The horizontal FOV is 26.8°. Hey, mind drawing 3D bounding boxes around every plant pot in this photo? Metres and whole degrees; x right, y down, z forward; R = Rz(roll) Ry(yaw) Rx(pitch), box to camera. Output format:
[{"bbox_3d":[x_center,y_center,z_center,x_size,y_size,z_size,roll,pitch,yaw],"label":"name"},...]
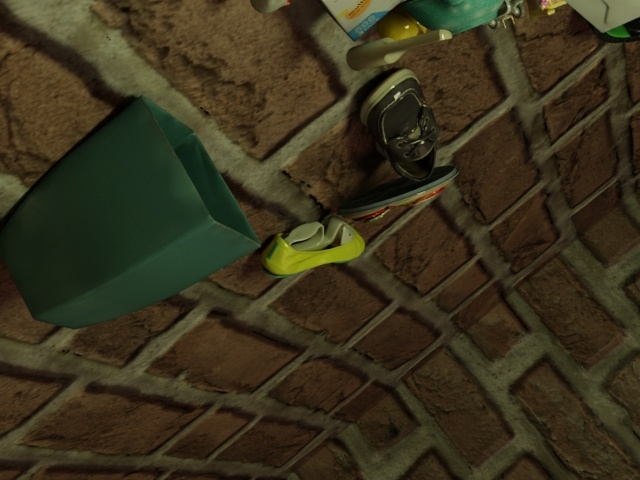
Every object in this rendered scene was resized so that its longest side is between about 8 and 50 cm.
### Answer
[{"bbox_3d":[-0.222,-0.009,1.479,0.234,0.166,0.165,-34,163,8],"label":"plant pot"}]

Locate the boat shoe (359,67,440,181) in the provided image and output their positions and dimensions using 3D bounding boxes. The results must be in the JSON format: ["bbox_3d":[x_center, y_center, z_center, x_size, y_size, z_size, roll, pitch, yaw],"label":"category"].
[{"bbox_3d":[0.124,-0.157,1.910,0.103,0.092,0.285,-39,164,-5],"label":"boat shoe"}]

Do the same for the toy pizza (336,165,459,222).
[{"bbox_3d":[0.122,-0.068,2.076,0.201,0.032,0.201,-19,-171,3],"label":"toy pizza"}]

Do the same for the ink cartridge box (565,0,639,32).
[{"bbox_3d":[0.334,-0.380,1.586,0.134,0.231,0.078,33,145,-30],"label":"ink cartridge box"}]

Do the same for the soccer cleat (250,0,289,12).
[{"bbox_3d":[-0.036,-0.299,1.293,0.076,0.068,0.196,0,145,-33],"label":"soccer cleat"}]

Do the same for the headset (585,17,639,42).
[{"bbox_3d":[0.601,-0.401,2.108,0.394,0.185,0.243,-18,156,-23],"label":"headset"}]

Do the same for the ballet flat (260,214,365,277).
[{"bbox_3d":[0.000,0.000,2.107,0.231,0.077,0.077,-17,136,-46],"label":"ballet flat"}]

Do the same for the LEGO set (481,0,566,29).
[{"bbox_3d":[0.329,-0.379,1.819,0.132,0.107,0.287,-6,-162,47],"label":"LEGO set"}]

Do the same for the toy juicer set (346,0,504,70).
[{"bbox_3d":[0.130,-0.281,1.567,0.209,0.089,0.329,-13,-165,40],"label":"toy juicer set"}]

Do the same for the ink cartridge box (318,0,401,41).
[{"bbox_3d":[0.036,-0.292,1.439,0.104,0.061,0.181,-41,163,6],"label":"ink cartridge box"}]
